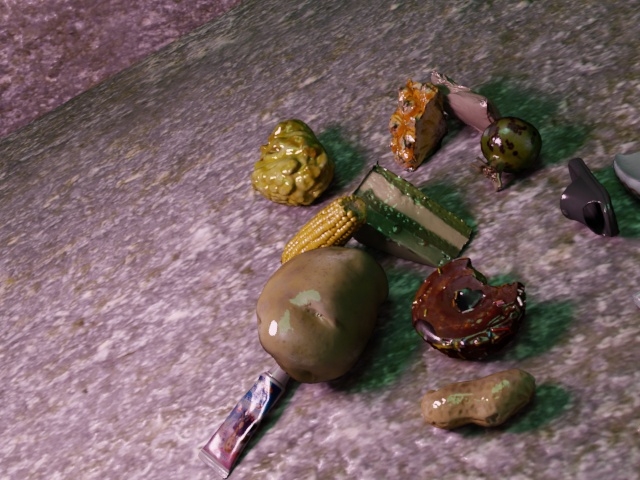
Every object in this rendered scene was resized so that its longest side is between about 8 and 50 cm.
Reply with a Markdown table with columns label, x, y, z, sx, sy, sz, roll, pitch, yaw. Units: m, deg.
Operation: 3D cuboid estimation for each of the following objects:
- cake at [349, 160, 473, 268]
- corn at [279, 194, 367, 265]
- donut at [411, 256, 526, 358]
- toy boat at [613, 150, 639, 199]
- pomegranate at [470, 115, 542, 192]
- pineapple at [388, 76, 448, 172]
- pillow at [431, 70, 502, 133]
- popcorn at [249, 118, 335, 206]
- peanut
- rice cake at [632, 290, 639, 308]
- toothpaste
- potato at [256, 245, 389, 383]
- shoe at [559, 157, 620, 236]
| label | x | y | z | sx | sy | sz | roll | pitch | yaw |
| --- | --- | --- | --- | --- | --- | --- | --- | --- | --- |
| cake | 0.205 | -0.029 | 1.723 | 0.283 | 0.172 | 0.158 | 34 | 74 | 12 |
| corn | 0.000 | 0.000 | 1.671 | 0.318 | 0.115 | 0.115 | -47 | 18 | 49 |
| donut | 0.298 | 0.147 | 1.447 | 0.230 | 0.096 | 0.216 | 17 | 61 | 41 |
| toy boat | 0.708 | -0.133 | 1.529 | 0.134 | 0.079 | 0.207 | -17 | 30 | 3 |
| pomegranate | 0.439 | -0.212 | 1.713 | 0.169 | 0.148 | 0.148 | -43 | 40 | 2 |
| pineapple | 0.260 | -0.302 | 1.900 | 0.186 | 0.236 | 0.114 | -9 | 28 | -42 |
| pillow | 0.378 | -0.345 | 1.856 | 0.067 | 0.173 | 0.270 | -44 | 41 | 1 |
| popcorn | -0.088 | -0.201 | 1.984 | 0.225 | 0.174 | 0.286 | -35 | 39 | 4 |
| peanut | 0.286 | 0.289 | 1.310 | 0.214 | 0.099 | 0.099 | -12 | 43 | 17 |
| rice cake | 0.657 | 0.149 | 1.274 | 0.080 | 0.042 | 0.222 | -27 | 39 | -3 |
| toothpaste | -0.150 | 0.367 | 1.523 | 0.096 | 0.061 | 0.266 | 23 | 68 | 43 |
| potato | -0.003 | 0.145 | 1.523 | 0.243 | 0.221 | 0.326 | 10 | 50 | 23 |
| shoe | 0.553 | -0.082 | 1.532 | 0.093 | 0.108 | 0.241 | -21 | 34 | 12 |
